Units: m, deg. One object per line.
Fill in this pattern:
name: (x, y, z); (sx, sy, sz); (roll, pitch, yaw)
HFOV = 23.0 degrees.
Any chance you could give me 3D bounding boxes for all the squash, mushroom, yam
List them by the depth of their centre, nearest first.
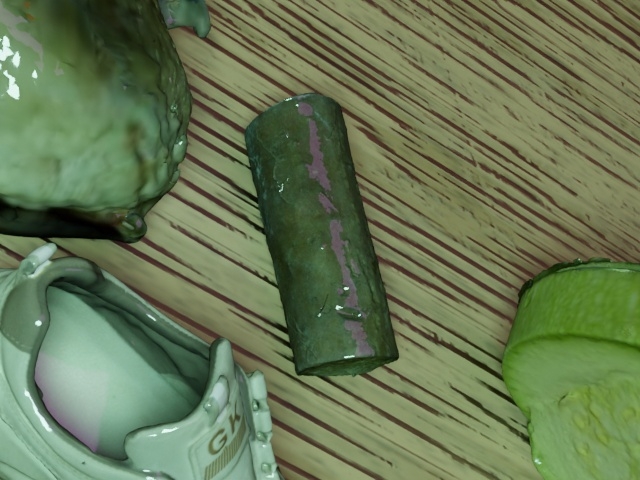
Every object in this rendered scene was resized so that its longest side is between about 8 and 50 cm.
mushroom: (-0.170, -0.171, 0.887); (0.248, 0.130, 0.344); (2, 69, -29)
squash: (0.198, 0.110, 0.961); (0.220, 0.220, 0.133); (40, 63, -13)
yam: (0.000, 0.000, 0.964); (0.068, 0.068, 0.169); (-4, 75, -35)

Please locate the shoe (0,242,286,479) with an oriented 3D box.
shoe: (-0.070, 0.117, 0.807); (0.316, 0.159, 0.124); (43, 51, -7)
